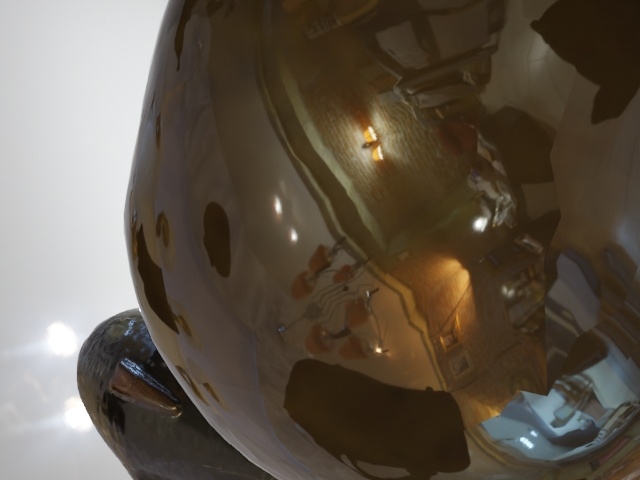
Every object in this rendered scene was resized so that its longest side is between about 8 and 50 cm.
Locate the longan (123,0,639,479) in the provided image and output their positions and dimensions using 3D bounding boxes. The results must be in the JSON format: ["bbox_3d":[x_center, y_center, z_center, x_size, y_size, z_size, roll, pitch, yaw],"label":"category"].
[{"bbox_3d":[0.036,-0.015,0.419,0.198,0.212,0.198,10,-147,-7],"label":"longan"}]

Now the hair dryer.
[{"bbox_3d":[0.000,0.000,0.830,0.120,0.304,0.359,24,-94,-38],"label":"hair dryer"}]
